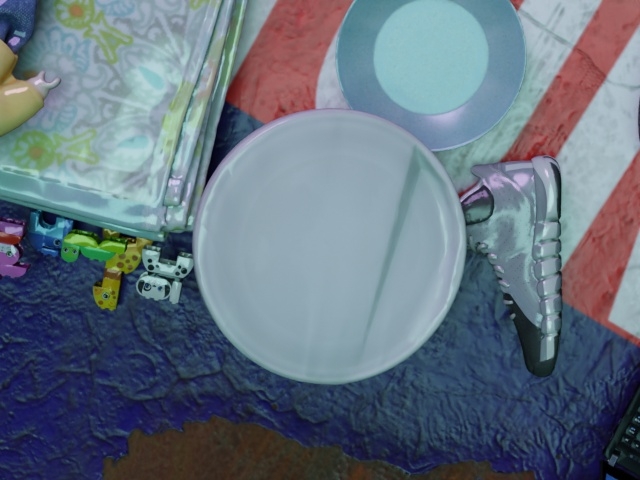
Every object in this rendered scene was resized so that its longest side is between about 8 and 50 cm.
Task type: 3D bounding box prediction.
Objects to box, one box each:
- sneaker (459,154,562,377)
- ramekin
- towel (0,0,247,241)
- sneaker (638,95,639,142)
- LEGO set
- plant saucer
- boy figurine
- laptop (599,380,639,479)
[{"bbox_3d":[0.185,0.027,1.220,0.132,0.086,0.229,0,90,11],"label":"sneaker"},{"bbox_3d":[0.000,0.000,1.174,0.273,0.127,0.273,-2,99,-14],"label":"ramekin"},{"bbox_3d":[-0.274,-0.191,1.203,0.374,0.090,0.320,14,88,2],"label":"towel"},{"bbox_3d":[0.393,-0.185,1.152,0.118,0.083,0.222,15,100,3],"label":"sneaker"},{"bbox_3d":[-0.250,0.031,1.264,0.227,0.087,0.093,11,104,-2],"label":"LEGO set"},{"bbox_3d":[0.114,-0.189,1.205,0.195,0.037,0.195,1,100,7],"label":"plant saucer"},{"bbox_3d":[-0.337,-0.157,1.115,0.177,0.092,0.285,18,90,2],"label":"boy figurine"},{"bbox_3d":[0.414,0.247,1.160,0.234,0.136,0.264,30,86,-4],"label":"laptop"}]
